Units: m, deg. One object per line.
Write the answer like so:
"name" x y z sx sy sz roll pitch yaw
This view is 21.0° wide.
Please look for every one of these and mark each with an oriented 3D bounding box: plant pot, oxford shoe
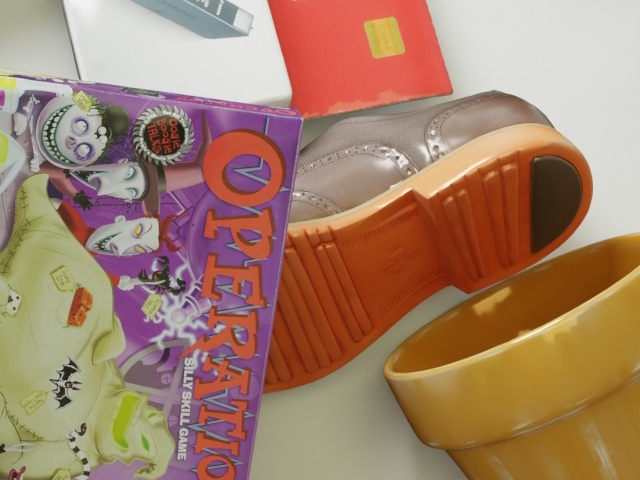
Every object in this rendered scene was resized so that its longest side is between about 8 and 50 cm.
"plant pot" 0.173 0.123 1.148 0.205 0.205 0.188 -29 96 -18
"oxford shoe" 0.000 0.000 1.197 0.363 0.130 0.133 -20 38 -7

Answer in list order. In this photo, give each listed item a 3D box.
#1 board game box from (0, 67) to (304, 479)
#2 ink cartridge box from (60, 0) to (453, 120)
"board game box" -0.138 0.075 1.085 0.208 0.056 0.347 6 101 -13
"ink cartridge box" -0.063 -0.220 1.235 0.261 0.066 0.296 -13 73 -8
